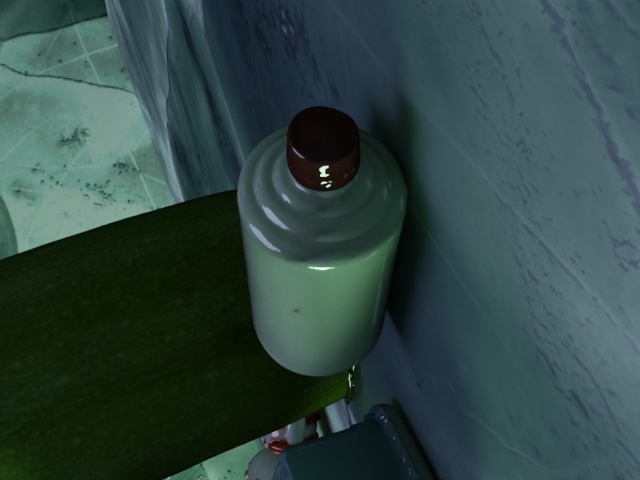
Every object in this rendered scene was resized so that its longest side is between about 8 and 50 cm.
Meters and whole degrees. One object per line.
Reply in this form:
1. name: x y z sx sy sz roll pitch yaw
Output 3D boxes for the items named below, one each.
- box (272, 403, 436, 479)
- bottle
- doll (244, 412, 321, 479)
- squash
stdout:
1. box: 0.045 0.264 0.754 0.162 0.129 0.227 104 148 -42
2. bottle: 0.000 0.000 0.606 0.245 0.104 0.104 93 155 -62
3. doll: -0.032 0.331 1.219 0.161 0.129 0.291 149 116 -74
4. squash: -0.178 0.105 0.927 0.263 0.384 0.263 161 90 -76
